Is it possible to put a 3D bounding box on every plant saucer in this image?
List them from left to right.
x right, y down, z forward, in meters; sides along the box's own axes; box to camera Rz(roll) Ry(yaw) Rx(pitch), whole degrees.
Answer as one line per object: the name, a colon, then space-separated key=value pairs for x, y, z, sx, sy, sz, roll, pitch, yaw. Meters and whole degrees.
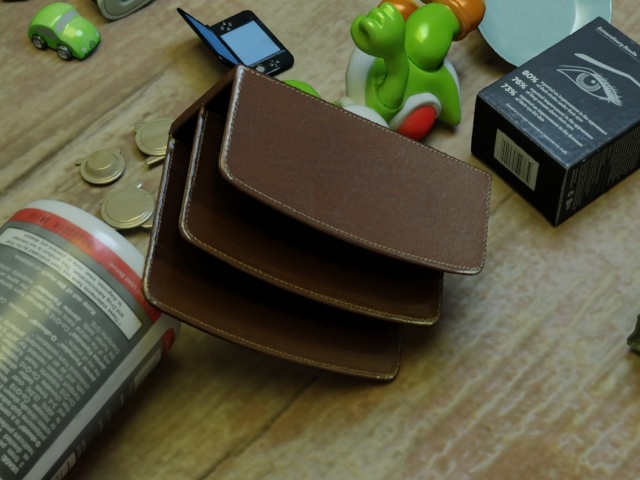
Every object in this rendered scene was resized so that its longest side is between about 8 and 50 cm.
plant saucer: x=0.278 y=-0.304 z=1.446 sx=0.195 sy=0.037 sz=0.195 roll=2 pitch=83 yaw=-14

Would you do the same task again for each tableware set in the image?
tableware set: x=-0.212 y=-0.080 z=1.355 sx=0.141 sy=0.020 sz=0.168 roll=-21 pitch=54 yaw=-14

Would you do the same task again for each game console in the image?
game console: x=-0.109 y=-0.264 z=1.451 sx=0.107 sy=0.071 sz=0.122 roll=-29 pitch=58 yaw=-16

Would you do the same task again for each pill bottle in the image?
pill bottle: x=-0.318 y=0.151 z=1.075 sx=0.210 sy=0.210 sz=0.363 roll=27 pitch=59 yaw=21

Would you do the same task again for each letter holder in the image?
letter holder: x=0.000 y=0.000 z=1.103 sx=0.302 sy=0.152 sz=0.214 roll=21 pitch=62 yaw=-26

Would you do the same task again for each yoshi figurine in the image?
yoshi figurine: x=0.032 y=-0.186 z=1.327 sx=0.203 sy=0.203 sz=0.362 roll=14 pitch=57 yaw=32

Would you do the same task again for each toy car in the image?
toy car: x=-0.397 y=-0.309 z=1.510 sx=0.225 sy=0.053 sz=0.239 roll=23 pitch=59 yaw=19

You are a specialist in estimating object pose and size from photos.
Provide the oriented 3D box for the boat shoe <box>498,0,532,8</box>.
boat shoe: x=0.258 y=-0.315 z=1.483 sx=0.125 sy=0.046 sz=0.038 roll=-21 pitch=56 yaw=-8

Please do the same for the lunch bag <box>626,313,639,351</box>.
lunch bag: x=0.498 y=0.064 z=1.120 sx=0.287 sy=0.169 sz=0.235 roll=31 pitch=61 yaw=28

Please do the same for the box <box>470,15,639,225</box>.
box: x=0.303 y=-0.143 z=1.317 sx=0.207 sy=0.108 sz=0.153 roll=-32 pitch=58 yaw=-19

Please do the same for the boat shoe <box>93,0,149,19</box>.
boat shoe: x=-0.218 y=-0.392 z=1.543 sx=0.233 sy=0.084 sz=0.079 roll=-32 pitch=59 yaw=-15
